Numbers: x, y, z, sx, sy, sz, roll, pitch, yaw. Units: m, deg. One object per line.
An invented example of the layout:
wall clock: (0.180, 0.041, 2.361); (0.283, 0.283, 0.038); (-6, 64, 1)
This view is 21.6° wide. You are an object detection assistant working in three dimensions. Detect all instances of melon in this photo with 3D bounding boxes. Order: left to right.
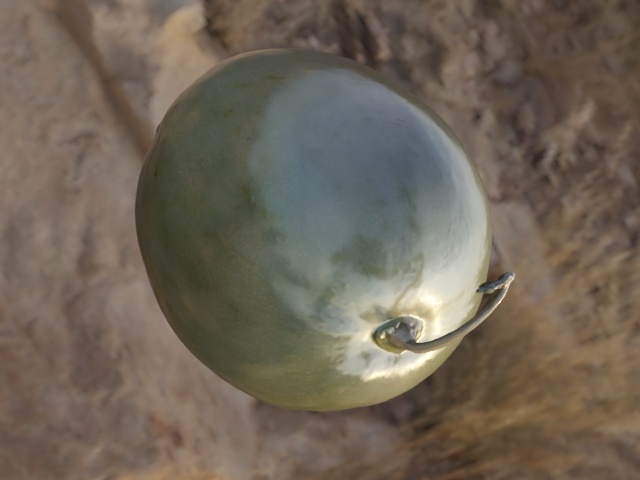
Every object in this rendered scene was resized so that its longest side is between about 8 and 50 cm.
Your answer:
melon: (-0.006, -0.010, 1.249); (0.272, 0.271, 0.308); (37, 30, -34)
